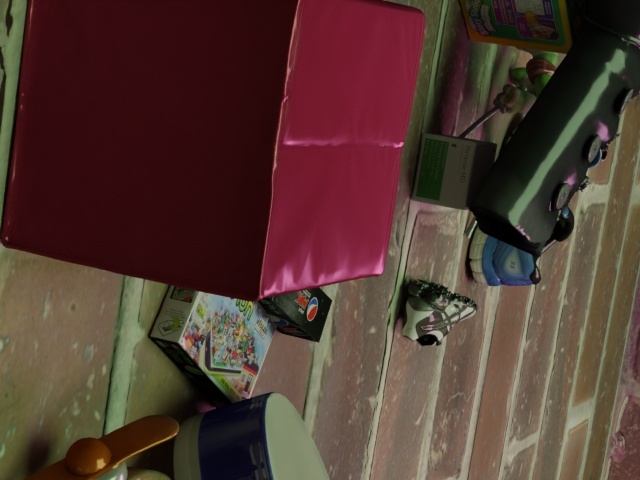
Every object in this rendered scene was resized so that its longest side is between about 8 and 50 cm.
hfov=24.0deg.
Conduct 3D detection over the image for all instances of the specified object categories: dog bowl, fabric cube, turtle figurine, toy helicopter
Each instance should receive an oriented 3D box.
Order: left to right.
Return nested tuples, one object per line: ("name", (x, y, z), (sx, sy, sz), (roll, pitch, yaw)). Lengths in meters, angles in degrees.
("toy helicopter", (-0.224, 0.283, 1.321), (0.355, 0.140, 0.235), (-8, 106, -63))
("fabric cube", (-0.087, -0.103, 1.301), (0.258, 0.254, 0.259), (-7, 108, -64))
("dog bowl", (-0.055, 0.299, 1.597), (0.265, 0.104, 0.265), (-19, 90, -81))
("turtle figurine", (0.302, -0.192, 2.360), (0.198, 0.274, 0.266), (44, 37, -38))

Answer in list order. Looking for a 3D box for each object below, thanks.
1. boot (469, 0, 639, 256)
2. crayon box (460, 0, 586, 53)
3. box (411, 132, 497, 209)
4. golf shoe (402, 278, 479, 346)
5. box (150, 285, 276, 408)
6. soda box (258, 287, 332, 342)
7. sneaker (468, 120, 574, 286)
("boot", (0.340, -0.218, 2.064), (0.445, 0.146, 0.367), (-54, 148, -2))
("crayon box", (0.276, -0.385, 2.123), (0.278, 0.165, 0.081), (65, 42, -55))
("box", (0.193, -0.098, 2.164), (0.102, 0.087, 0.101), (-6, 106, -66))
("golf shoe", (0.170, 0.113, 2.249), (0.198, 0.077, 0.094), (13, 99, -60))
("box", (-0.111, 0.097, 1.615), (0.207, 0.036, 0.114), (58, 48, -59))
("soda box", (-0.042, 0.065, 1.738), (0.169, 0.053, 0.060), (47, 58, -62))
("sneaker", (0.362, -0.062, 2.500), (0.130, 0.147, 0.330), (57, 48, -59))
